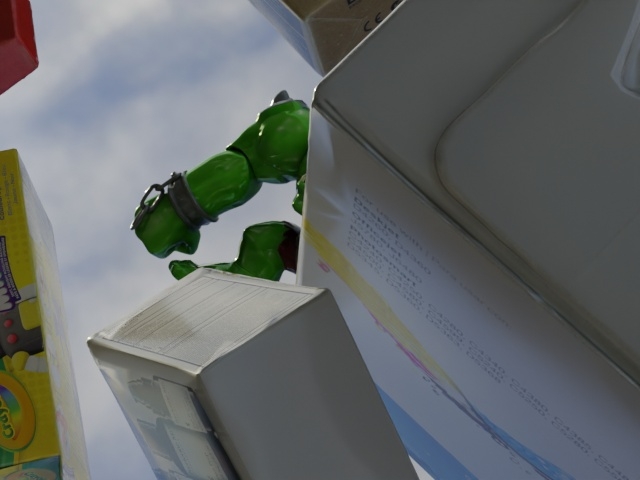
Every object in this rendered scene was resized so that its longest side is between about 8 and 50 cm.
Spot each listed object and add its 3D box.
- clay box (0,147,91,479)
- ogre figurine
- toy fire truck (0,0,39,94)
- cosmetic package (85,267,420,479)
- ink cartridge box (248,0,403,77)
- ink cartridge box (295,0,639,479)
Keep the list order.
[{"bbox_3d":[-0.179,0.072,1.009,0.127,0.053,0.222,86,-6,-68],"label":"clay box"},{"bbox_3d":[0.000,0.000,0.886,0.197,0.097,0.118,35,-83,42],"label":"ogre figurine"},{"bbox_3d":[-0.247,-0.094,0.796,0.192,0.135,0.047,-23,-127,12],"label":"toy fire truck"},{"bbox_3d":[0.005,0.129,0.610,0.099,0.060,0.239,8,-53,62],"label":"cosmetic package"},{"bbox_3d":[0.032,-0.265,1.261,0.235,0.088,0.193,-38,-118,-8],"label":"ink cartridge box"},{"bbox_3d":[0.125,-0.003,0.634,0.197,0.198,0.270,42,-15,12],"label":"ink cartridge box"}]
